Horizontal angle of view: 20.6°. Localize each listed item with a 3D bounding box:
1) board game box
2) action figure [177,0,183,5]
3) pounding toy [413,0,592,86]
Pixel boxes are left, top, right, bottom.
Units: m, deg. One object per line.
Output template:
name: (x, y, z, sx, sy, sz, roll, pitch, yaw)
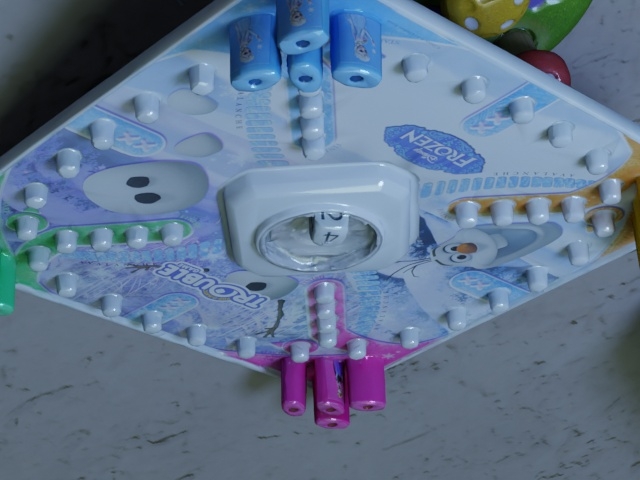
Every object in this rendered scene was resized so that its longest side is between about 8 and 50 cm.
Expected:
board game box: (0.000, 0.000, 1.123, 0.390, 0.050, 0.390, 22, 142, -38)
action figure: (-0.036, -0.220, 0.930, 0.285, 0.099, 0.185, -25, 144, 10)
pounding toy: (0.118, -0.158, 1.046, 0.183, 0.110, 0.237, 15, 128, -34)
